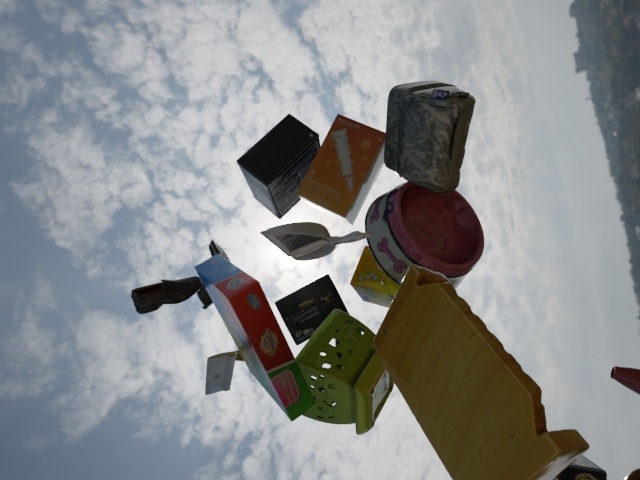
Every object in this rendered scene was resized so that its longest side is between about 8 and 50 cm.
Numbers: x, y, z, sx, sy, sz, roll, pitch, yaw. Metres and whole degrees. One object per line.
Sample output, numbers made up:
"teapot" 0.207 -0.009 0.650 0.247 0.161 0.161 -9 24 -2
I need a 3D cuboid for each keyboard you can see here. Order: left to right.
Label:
"keyboard" -0.267 0.356 1.170 0.072 0.256 0.014 -4 -127 -19

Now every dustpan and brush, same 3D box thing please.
"dustpan and brush" 0.000 0.000 0.916 0.147 0.211 0.060 46 -152 -55

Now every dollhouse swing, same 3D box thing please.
"dollhouse swing" 0.323 0.246 0.800 0.305 0.315 0.347 -4 -139 -27

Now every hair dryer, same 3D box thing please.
"hair dryer" 0.891 0.398 1.119 0.224 0.293 0.080 15 -83 -28

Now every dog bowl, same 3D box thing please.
"dog bowl" 0.358 -0.030 1.454 0.408 0.150 0.407 13 -124 -20

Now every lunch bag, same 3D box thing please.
"lunch bag" 0.339 -0.319 1.337 0.213 0.256 0.305 -12 -57 -20

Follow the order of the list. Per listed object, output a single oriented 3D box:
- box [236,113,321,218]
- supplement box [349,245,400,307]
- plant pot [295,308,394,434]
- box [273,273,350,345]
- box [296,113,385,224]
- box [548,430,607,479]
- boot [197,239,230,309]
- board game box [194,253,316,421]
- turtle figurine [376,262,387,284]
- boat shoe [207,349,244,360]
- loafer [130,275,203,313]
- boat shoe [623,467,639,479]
"box" -0.148 -0.296 1.797 0.296 0.183 0.294 -45 -20 -14
"supplement box" 0.339 0.177 1.862 0.195 0.357 0.194 -65 -34 -21
"plant pot" 0.078 0.356 1.181 0.227 0.207 0.228 -44 -41 -44
"box" -0.033 0.257 1.658 0.233 0.059 0.183 -27 -91 -14
"box" 0.095 -0.266 1.686 0.345 0.215 0.168 -63 -16 -1
"box" 0.533 0.592 1.225 0.395 0.318 0.097 44 -129 -77
"boot" -0.351 0.105 1.401 0.198 0.137 0.077 59 -174 33
"board game box" -0.144 0.199 0.951 0.064 0.242 0.316 -31 -66 -22
"turtle figurine" 0.277 0.038 1.638 0.087 0.217 0.269 41 -162 1
"boat shoe" -0.295 0.391 1.460 0.153 0.056 0.048 -6 -102 -17
"loafer" -0.374 0.122 1.079 0.170 0.062 0.061 -22 -52 -17
"boat shoe" 0.635 0.557 0.788 0.089 0.105 0.285 97 150 -65
